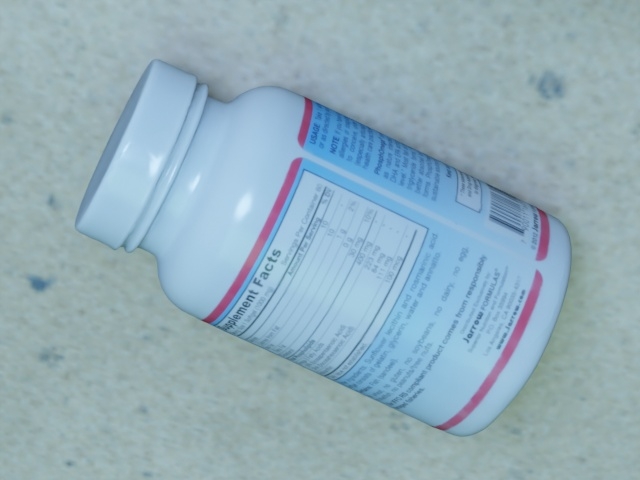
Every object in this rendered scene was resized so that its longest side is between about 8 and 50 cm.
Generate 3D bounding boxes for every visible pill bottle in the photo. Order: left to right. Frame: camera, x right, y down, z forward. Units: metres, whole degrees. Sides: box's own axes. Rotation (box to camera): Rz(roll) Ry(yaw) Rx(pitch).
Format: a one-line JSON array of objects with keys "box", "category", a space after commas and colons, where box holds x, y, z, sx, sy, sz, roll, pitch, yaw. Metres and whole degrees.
[{"box": [0.000, 0.000, 0.689, 0.160, 0.087, 0.087, 25, 131, -10], "category": "pill bottle"}]
